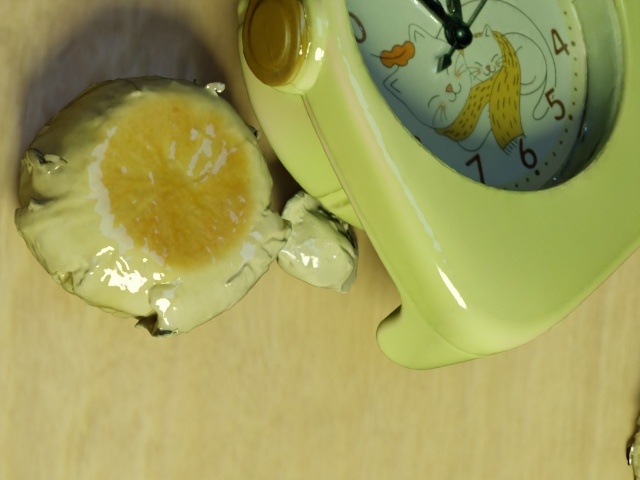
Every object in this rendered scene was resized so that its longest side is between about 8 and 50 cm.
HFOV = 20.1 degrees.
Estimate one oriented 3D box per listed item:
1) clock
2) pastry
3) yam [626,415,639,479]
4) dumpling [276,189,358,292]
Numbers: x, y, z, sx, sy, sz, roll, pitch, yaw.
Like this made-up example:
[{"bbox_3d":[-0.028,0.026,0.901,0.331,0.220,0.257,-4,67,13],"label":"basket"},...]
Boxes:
[{"bbox_3d":[0.077,-0.121,1.137,0.286,0.117,0.348,-38,99,-37],"label":"clock"},{"bbox_3d":[-0.101,-0.025,1.083,0.166,0.088,0.166,3,82,-23],"label":"pastry"},{"bbox_3d":[0.342,0.156,1.239,0.238,0.129,0.128,0,48,-25],"label":"yam"},{"bbox_3d":[0.002,0.000,1.143,0.076,0.052,0.057,26,87,-17],"label":"dumpling"}]
